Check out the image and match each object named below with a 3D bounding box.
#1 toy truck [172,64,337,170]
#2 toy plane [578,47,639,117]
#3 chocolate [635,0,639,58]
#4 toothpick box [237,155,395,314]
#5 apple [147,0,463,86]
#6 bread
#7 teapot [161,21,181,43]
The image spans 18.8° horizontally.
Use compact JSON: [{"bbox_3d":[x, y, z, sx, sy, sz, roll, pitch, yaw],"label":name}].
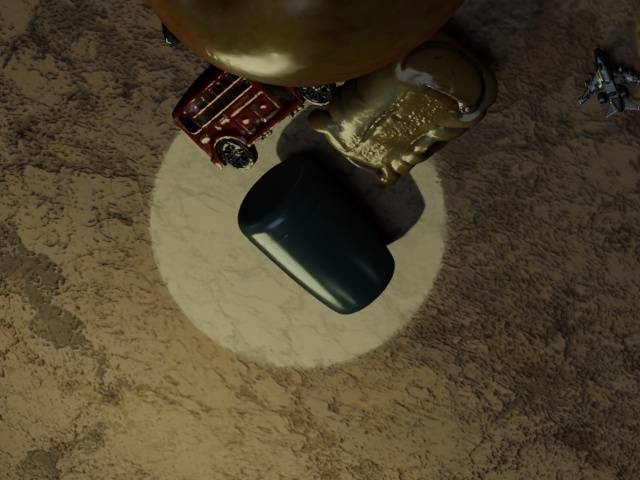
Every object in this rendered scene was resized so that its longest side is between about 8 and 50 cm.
[{"bbox_3d":[-0.055,-0.181,2.129,0.114,0.107,0.253,42,140,-10],"label":"toy truck"},{"bbox_3d":[0.301,-0.164,2.008,0.078,0.031,0.083,-15,129,21],"label":"toy plane"},{"bbox_3d":[0.396,-0.151,1.889,0.134,0.134,0.309,-6,131,34],"label":"chocolate"},{"bbox_3d":[0.000,0.000,2.287,0.120,0.120,0.184,-19,125,42],"label":"toothpick box"},{"bbox_3d":[-0.015,-0.311,1.793,0.364,0.364,0.364,16,139,14],"label":"apple"},{"bbox_3d":[0.086,-0.147,2.103,0.134,0.081,0.225,31,143,-22],"label":"bread"},{"bbox_3d":[-0.133,-0.289,2.076,0.087,0.096,0.177,-10,141,-16],"label":"teapot"}]
